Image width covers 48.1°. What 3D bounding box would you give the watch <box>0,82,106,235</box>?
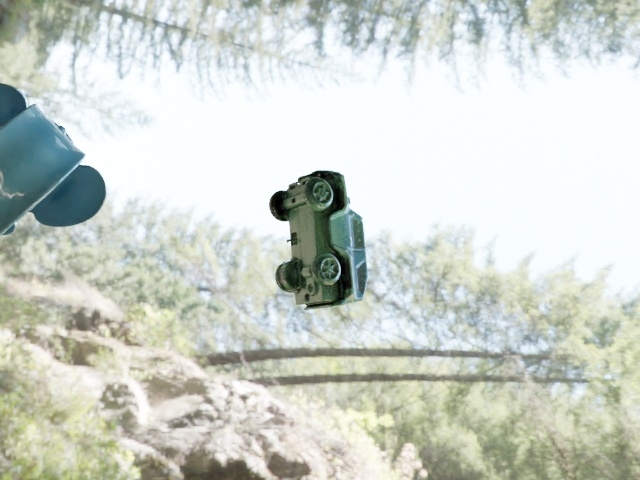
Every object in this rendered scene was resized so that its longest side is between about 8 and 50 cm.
[{"bbox_3d":[-0.378,-0.072,0.863,0.193,0.211,0.211,-108,-146,-70],"label":"watch"}]

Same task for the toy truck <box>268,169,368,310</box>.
[{"bbox_3d":[0.000,0.000,1.462,0.155,0.156,0.278,-15,-103,51],"label":"toy truck"}]
